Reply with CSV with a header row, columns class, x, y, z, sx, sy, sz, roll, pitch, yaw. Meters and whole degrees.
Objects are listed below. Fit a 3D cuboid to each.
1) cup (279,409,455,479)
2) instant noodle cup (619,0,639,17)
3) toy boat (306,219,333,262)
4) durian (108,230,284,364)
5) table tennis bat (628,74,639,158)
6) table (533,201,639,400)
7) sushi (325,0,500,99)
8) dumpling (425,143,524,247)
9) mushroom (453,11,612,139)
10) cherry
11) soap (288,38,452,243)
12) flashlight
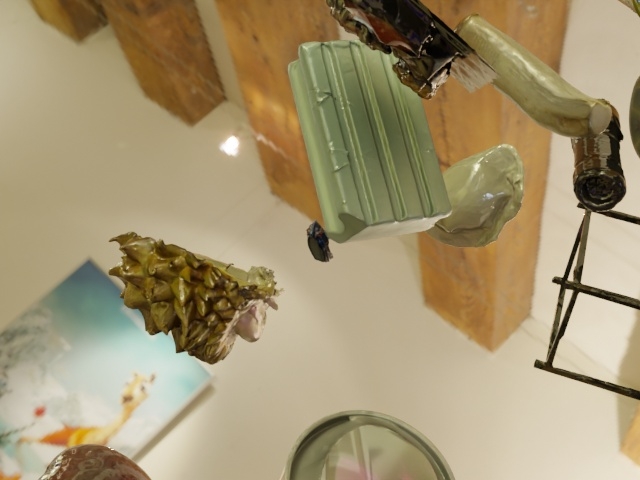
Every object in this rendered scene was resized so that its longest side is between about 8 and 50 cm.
class,x,y,z,sx,sy,sz,roll,pitch,yaw
cup,0.032,0.446,1.379,0.253,0.253,0.372,40,-43,19
instant noodle cup,0.595,-0.481,1.646,0.182,0.182,0.144,59,-1,-32
toy boat,0.000,0.000,1.403,0.038,0.038,0.083,32,-27,37
durian,-0.084,0.051,0.707,0.140,0.078,0.224,14,-6,16
table tennis bat,0.657,-0.296,1.791,0.198,0.050,0.321,-163,-111,-77
table,0.614,0.120,1.883,0.272,0.335,0.222,17,-56,11
sushi,0.053,-0.169,0.749,0.192,0.043,0.279,41,8,-4
dumpling,0.269,-0.066,1.614,0.229,0.124,0.151,-38,-89,33
mushroom,0.360,-0.283,1.624,0.351,0.095,0.123,42,-13,31
cherry,-0.306,0.402,1.228,0.206,0.239,0.239,-40,-86,29
soap,0.048,-0.104,0.934,0.066,0.119,0.198,134,-55,-67
flashlight,0.507,-0.166,1.706,0.103,0.424,0.103,6,-65,13
